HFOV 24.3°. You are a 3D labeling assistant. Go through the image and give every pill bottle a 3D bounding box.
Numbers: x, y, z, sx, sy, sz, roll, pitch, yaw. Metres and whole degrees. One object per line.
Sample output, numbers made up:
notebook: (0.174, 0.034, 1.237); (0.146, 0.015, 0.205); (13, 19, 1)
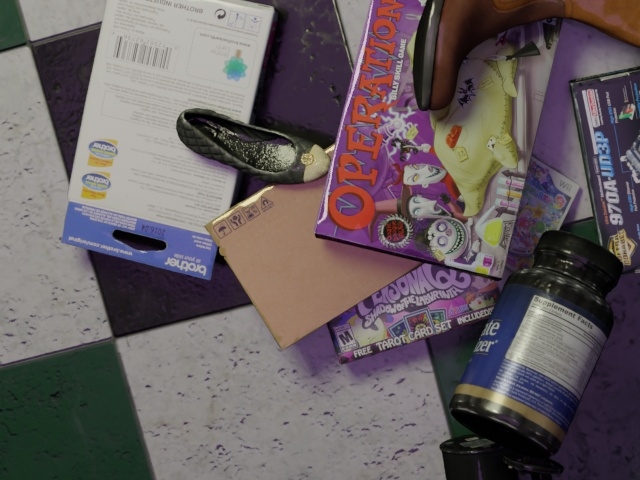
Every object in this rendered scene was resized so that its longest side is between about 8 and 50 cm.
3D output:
pill bottle: (0.231, 0.106, 1.550); (0.123, 0.123, 0.219); (26, 76, 3)

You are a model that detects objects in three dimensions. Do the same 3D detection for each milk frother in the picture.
milk frother: (0.203, 0.288, 1.628); (0.129, 0.143, 0.134); (-8, 95, 2)

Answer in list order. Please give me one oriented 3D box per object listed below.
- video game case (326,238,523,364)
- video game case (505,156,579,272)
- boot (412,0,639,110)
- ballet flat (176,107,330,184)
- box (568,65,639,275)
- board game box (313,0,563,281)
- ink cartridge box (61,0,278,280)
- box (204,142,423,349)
video game case: (0.097, 0.005, 1.656); (0.232, 0.042, 0.210); (-18, 93, 9)
video game case: (0.222, -0.028, 1.620); (0.087, 0.011, 0.122); (30, 79, -14)
boot: (0.249, -0.228, 1.543); (0.281, 0.096, 0.264); (17, 78, -3)
ballet flat: (-0.074, -0.099, 1.599); (0.173, 0.049, 0.057); (15, 78, 4)
box: (0.374, -0.082, 1.605); (0.175, 0.051, 0.220); (-11, 96, 9)
board game box: (0.133, -0.148, 1.588); (0.208, 0.056, 0.346); (13, 85, 8)
ink cartridge box: (-0.170, -0.127, 1.663); (0.186, 0.065, 0.311); (13, 97, 4)
box: (0.000, 0.000, 1.626); (0.201, 0.021, 0.164); (-32, 89, 3)
